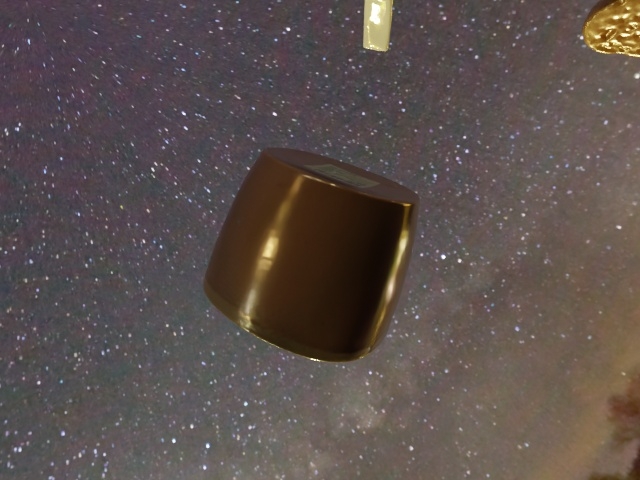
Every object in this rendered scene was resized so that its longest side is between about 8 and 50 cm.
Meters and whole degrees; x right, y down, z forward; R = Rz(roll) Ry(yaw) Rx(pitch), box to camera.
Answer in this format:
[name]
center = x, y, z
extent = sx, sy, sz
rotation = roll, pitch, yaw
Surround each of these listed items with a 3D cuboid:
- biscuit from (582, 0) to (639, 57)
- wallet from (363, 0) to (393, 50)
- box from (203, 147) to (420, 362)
[biscuit]
center = 0.308, -0.239, 0.275
extent = 0.186, 0.295, 0.044
rotation = 38, -112, -27
[wallet]
center = 0.123, -0.471, 0.913
extent = 0.122, 0.061, 0.025
rotation = 85, -158, -53
[box]
center = 0.000, 0.000, 0.617
extent = 0.301, 0.301, 0.216
rotation = 3, -66, -36
